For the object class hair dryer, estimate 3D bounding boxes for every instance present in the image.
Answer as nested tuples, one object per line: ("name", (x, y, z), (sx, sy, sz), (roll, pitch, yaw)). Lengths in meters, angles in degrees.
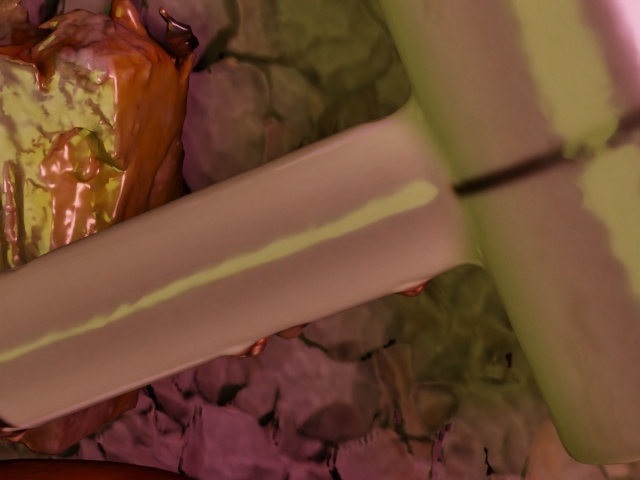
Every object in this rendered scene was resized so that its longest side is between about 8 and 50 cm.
("hair dryer", (0.000, 0.000, 0.686), (0.362, 0.128, 0.203), (-22, 94, 22))

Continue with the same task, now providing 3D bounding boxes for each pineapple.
("pineapple", (-0.140, -0.002, 0.817), (0.236, 0.114, 0.186), (-25, 90, 32))

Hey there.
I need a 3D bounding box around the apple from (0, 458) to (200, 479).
("apple", (-0.101, 0.239, 0.743), (0.339, 0.339, 0.340), (10, 110, 29))
